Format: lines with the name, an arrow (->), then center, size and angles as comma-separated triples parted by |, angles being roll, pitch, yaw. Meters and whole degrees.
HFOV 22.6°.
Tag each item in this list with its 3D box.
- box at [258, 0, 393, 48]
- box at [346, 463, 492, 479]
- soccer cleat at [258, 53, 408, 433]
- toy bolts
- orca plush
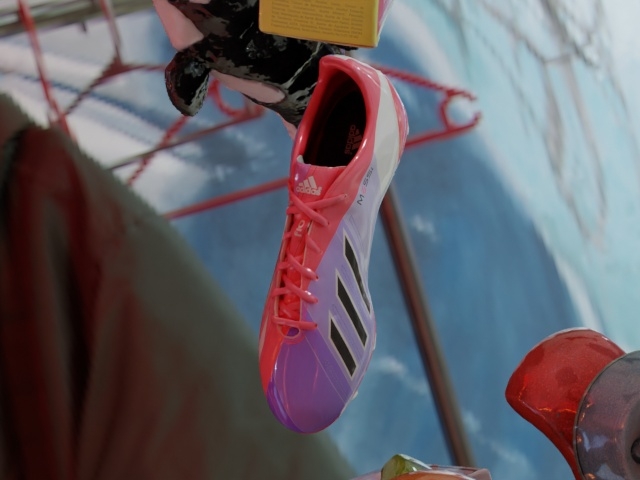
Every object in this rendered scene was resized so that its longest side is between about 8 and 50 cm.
box -> 0.013, -0.204, 0.680 | 0.058, 0.232, 0.087 | 10, 37, 8
box -> -0.039, 0.224, 1.000 | 0.290, 0.087, 0.169 | -16, -1, -17
soccer cleat -> 0.000, 0.000, 1.048 | 0.083, 0.248, 0.095 | 7, -15, 27
toy bolts -> 0.135, 0.163, 0.800 | 0.228, 0.218, 0.158 | -43, 12, -13
orca plush -> -0.020, -0.122, 1.071 | 0.102, 0.287, 0.151 | 16, 56, 31
